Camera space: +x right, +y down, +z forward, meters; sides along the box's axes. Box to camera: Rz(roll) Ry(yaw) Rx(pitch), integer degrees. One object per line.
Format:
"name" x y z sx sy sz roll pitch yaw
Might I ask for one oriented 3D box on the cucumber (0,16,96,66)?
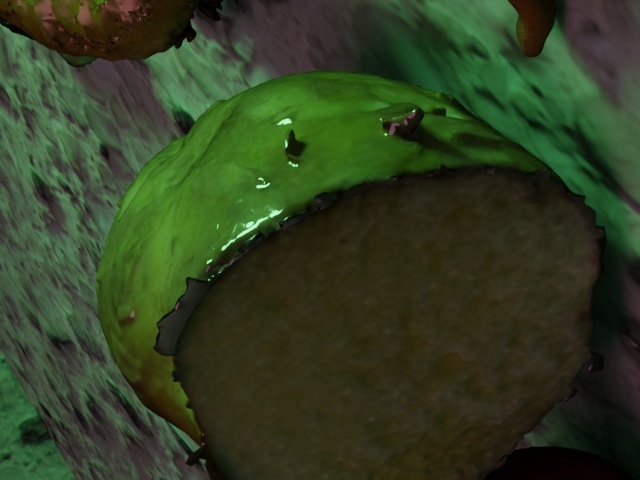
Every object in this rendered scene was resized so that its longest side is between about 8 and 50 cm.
"cucumber" -0.248 -0.201 1.684 0.052 0.058 0.214 27 180 -30

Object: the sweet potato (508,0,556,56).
"sweet potato" 0.082 -0.167 0.940 0.044 0.044 0.179 22 142 59

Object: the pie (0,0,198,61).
"pie" -0.162 -0.247 1.228 0.273 0.069 0.273 10 108 34

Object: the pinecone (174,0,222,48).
"pinecone" -0.123 -0.179 1.323 0.102 0.109 0.102 47 161 22

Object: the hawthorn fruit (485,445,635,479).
"hawthorn fruit" 0.124 0.250 1.230 0.287 0.287 0.330 130 121 -71

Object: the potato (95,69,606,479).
"potato" 0.000 0.000 1.141 0.237 0.288 0.301 -112 5 -46
